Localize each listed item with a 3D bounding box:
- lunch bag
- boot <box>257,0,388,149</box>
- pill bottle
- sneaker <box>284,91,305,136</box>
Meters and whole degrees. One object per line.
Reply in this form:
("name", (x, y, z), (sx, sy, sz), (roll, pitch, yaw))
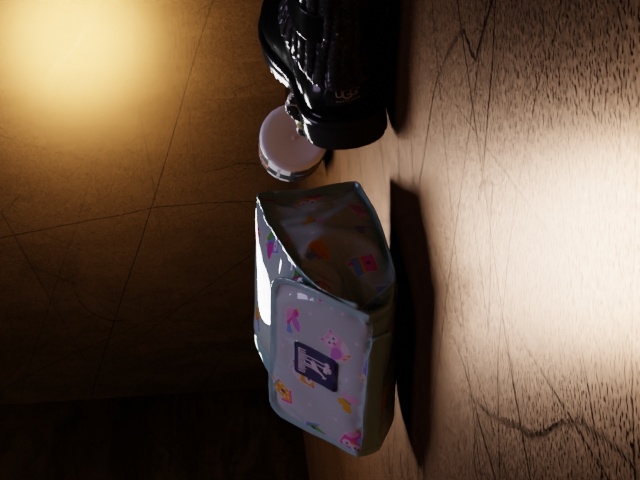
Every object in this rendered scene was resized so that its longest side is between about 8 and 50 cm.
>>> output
("lunch bag", (0.013, 0.091, 1.381), (0.262, 0.160, 0.223), (-117, 24, -51))
("boot", (-0.001, -0.294, 1.368), (0.348, 0.131, 0.260), (-115, 13, -51))
("pill bottle", (-0.055, -0.182, 2.307), (0.245, 0.131, 0.130), (135, 132, -85))
("sneaker", (0.005, -0.216, 1.624), (0.279, 0.107, 0.118), (120, 153, -81))
